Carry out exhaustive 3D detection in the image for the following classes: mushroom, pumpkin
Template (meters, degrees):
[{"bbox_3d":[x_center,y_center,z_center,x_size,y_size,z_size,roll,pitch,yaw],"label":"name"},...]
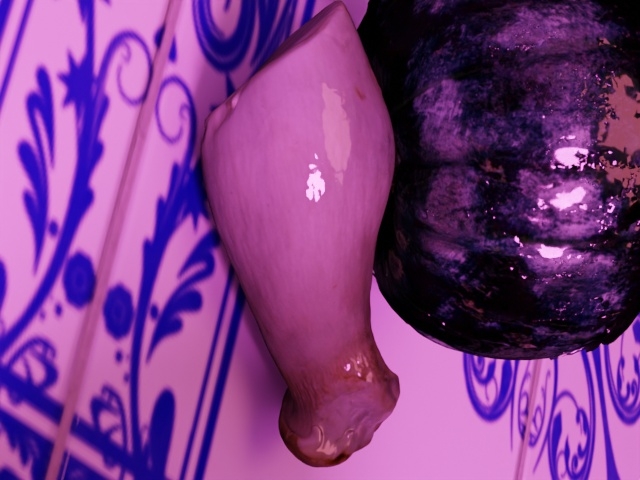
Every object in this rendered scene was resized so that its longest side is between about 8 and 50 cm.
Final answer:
[{"bbox_3d":[0.000,0.000,0.964,0.116,0.093,0.225,-64,143,-76],"label":"mushroom"},{"bbox_3d":[0.102,-0.049,1.037,0.233,0.163,0.233,176,-90,-82],"label":"pumpkin"}]
